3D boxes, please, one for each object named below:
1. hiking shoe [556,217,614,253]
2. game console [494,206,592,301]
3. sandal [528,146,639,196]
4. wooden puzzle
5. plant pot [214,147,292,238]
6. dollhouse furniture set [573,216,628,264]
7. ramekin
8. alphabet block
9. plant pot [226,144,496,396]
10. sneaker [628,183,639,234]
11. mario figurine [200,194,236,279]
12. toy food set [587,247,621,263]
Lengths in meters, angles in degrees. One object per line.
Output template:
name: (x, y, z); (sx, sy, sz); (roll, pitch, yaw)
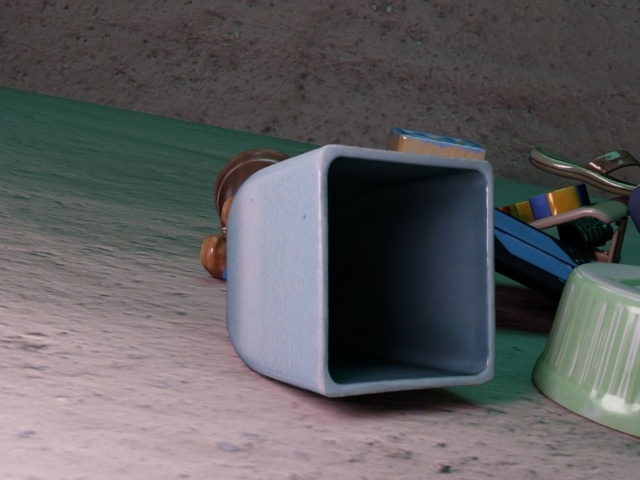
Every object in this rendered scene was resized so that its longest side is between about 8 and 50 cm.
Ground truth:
hiking shoe: (0.570, -0.019, 2.367); (0.114, 0.086, 0.227); (-13, 5, 13)
game console: (0.316, 0.014, 1.741); (0.387, 0.060, 0.342); (25, 11, -19)
sandal: (0.566, -0.145, 2.187); (0.303, 0.086, 0.120); (19, 10, 14)
wooden puzzle: (0.421, -0.051, 2.166); (0.348, 0.080, 0.322); (-12, 0, 27)
plant pot: (-0.096, -0.051, 1.799); (0.167, 0.167, 0.165); (9, 17, -5)
dollhouse furniture set: (0.505, 0.003, 2.153); (0.151, 0.123, 0.144); (14, 11, 21)
ramekin: (0.419, 0.130, 1.323); (0.303, 0.148, 0.303); (10, 10, -2)
alphabet block: (0.237, -0.129, 2.407); (0.193, 0.197, 0.192); (10, 10, -4)
plant pot: (0.021, 0.035, 1.236); (0.247, 0.247, 0.252); (2, -2, -37)
sneaker: (0.628, 0.014, 1.967); (0.148, 0.131, 0.350); (-1, 39, -24)
mario figurine: (0.000, 0.000, 1.522); (0.321, 0.198, 0.170); (9, -3, 18)
toy food set: (0.623, 0.026, 2.435); (0.078, 0.019, 0.122); (9, 11, -4)
